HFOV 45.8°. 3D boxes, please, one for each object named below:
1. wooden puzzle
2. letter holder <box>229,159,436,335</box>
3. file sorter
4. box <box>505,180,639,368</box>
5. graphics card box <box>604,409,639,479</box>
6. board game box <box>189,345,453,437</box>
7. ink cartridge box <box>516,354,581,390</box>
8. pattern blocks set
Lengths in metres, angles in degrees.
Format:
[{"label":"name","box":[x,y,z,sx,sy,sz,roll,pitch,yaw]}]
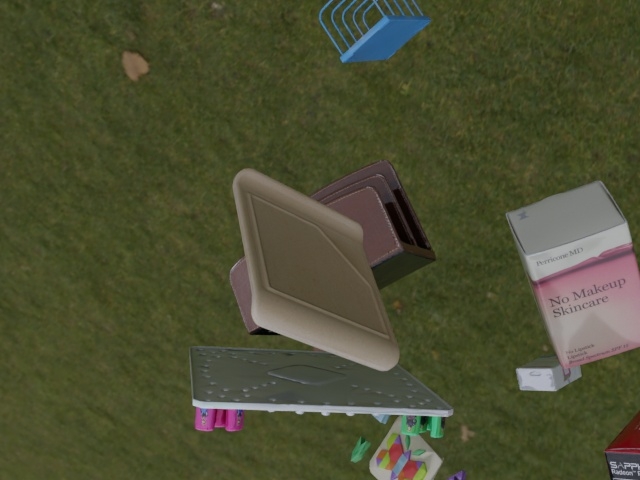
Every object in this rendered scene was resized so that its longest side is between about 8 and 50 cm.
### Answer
[{"label":"wooden puzzle","box":[-0.012,0.038,0.942,0.220,0.239,0.044,25,126,-33]},{"label":"letter holder","box":[0.000,0.000,1.265,0.301,0.152,0.215,-30,70,22]},{"label":"file sorter","box":[0.098,-0.405,1.383,0.118,0.170,0.105,-35,82,35]},{"label":"box","box":[0.390,0.054,1.134,0.148,0.127,0.232,-20,121,12]},{"label":"graphics card box","box":[0.549,0.443,1.147,0.094,0.232,0.371,-12,95,41]},{"label":"board game box","box":[-0.025,0.249,1.280,0.389,0.050,0.390,5,-177,-11]},{"label":"ink cartridge box","box":[0.499,0.289,1.653,0.088,0.122,0.052,-10,89,46]},{"label":"pattern blocks set","box":[0.184,0.487,1.642,0.026,0.286,0.324,27,173,-35]}]
